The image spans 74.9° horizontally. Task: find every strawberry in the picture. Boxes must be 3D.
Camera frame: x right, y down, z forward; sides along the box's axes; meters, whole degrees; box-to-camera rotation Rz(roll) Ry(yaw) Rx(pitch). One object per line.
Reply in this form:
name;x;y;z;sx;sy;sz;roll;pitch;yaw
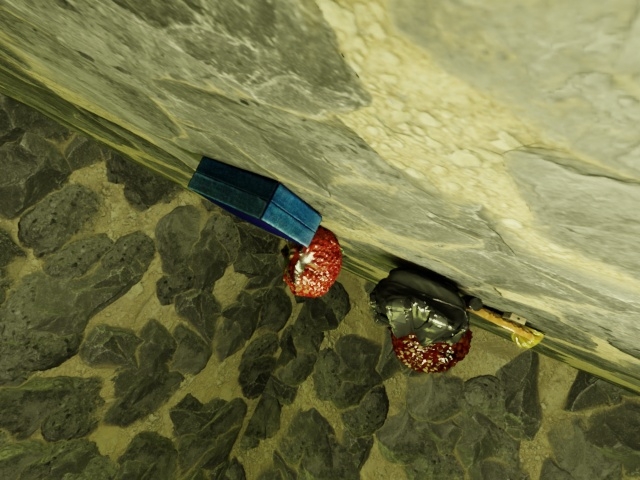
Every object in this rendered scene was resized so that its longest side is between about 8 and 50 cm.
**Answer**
strawberry;-0.019;0.072;1.511;0.258;0.260;0.261;7;180;-15

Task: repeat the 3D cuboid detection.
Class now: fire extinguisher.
fire extinguisher;0.554;0.235;1.563;0.062;0.050;0.177;27;176;3

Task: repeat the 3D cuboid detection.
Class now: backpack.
backpack;0.336;0.227;1.440;0.364;0.254;0.445;17;170;17

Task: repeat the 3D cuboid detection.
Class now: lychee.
lychee;0.573;0.516;2.290;0.500;0.424;0.425;-11;150;45

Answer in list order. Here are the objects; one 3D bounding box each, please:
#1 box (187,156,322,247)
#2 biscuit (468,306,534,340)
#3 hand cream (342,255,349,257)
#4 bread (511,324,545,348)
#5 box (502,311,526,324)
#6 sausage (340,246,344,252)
box;-0.177;-0.103;1.167;0.279;0.116;0.261;24;176;31
biscuit;0.684;0.303;1.643;0.205;0.040;0.309;25;-179;-3
hand cream;0.075;0.071;2.272;0.163;0.038;0.062;24;160;-17
bread;0.814;0.384;1.670;0.083;0.094;0.157;21;-177;-1
box;0.688;0.276;1.487;0.053;0.024;0.083;24;174;9
sausage;0.000;0.000;1.872;0.269;0.032;0.033;27;175;-24
